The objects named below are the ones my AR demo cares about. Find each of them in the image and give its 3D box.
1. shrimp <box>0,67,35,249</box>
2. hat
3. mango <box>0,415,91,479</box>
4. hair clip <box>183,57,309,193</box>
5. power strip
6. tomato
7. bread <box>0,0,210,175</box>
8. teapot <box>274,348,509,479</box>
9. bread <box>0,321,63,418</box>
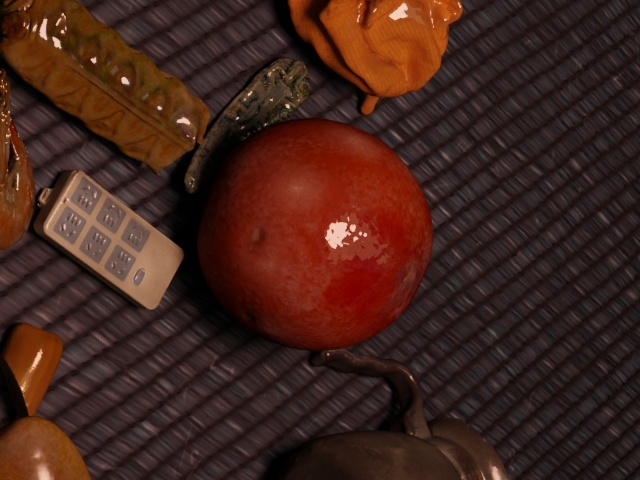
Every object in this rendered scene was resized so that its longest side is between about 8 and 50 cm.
[{"bbox_3d":[-0.337,-0.085,1.866,0.101,0.042,0.190,-9,100,-58],"label":"shrimp"},{"bbox_3d":[0.062,-0.253,2.117,0.233,0.244,0.233,-3,128,-10],"label":"hat"},{"bbox_3d":[-0.327,0.366,1.806,0.221,0.199,0.384,12,85,-37],"label":"mango"},{"bbox_3d":[-0.091,-0.131,2.055,0.229,0.036,0.066,-48,123,-31],"label":"hair clip"},{"bbox_3d":[-0.232,0.001,1.956,0.192,0.035,0.081,40,67,-34],"label":"power strip"},{"bbox_3d":[0.000,0.000,2.002,0.265,0.265,0.265,-4,96,-38],"label":"tomato"},{"bbox_3d":[-0.238,-0.176,1.903,0.269,0.098,0.087,37,29,-35],"label":"bread"},{"bbox_3d":[0.082,0.297,2.163,0.285,0.305,0.223,-10,136,-44],"label":"teapot"},{"bbox_3d":[-0.314,0.140,1.894,0.062,0.049,0.103,33,72,-35],"label":"bread"}]
